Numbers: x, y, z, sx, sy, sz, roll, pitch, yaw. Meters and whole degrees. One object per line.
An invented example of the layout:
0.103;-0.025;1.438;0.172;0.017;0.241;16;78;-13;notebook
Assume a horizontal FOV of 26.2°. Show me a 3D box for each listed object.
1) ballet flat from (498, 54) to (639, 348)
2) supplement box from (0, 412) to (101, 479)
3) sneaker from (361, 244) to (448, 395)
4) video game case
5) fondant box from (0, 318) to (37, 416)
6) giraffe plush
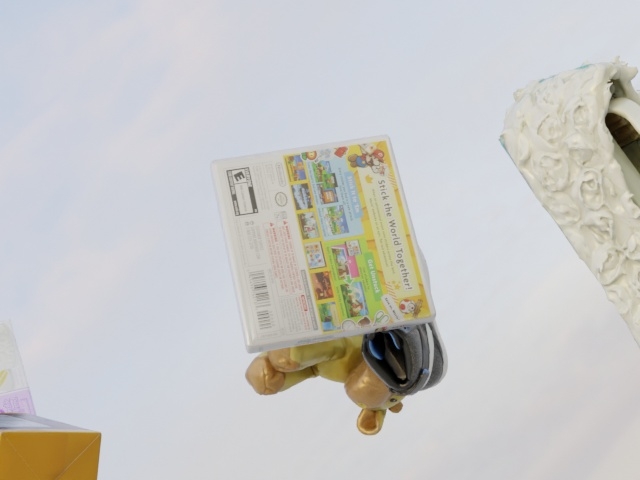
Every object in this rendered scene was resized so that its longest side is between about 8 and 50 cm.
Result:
0.299;0.028;1.099;0.147;0.409;0.147;-37;0;0;ballet flat
-0.367;0.305;1.602;0.129;0.194;0.191;7;-93;-38;supplement box
0.077;0.067;1.537;0.079;0.217;0.121;-24;-6;21;sneaker
0.000;0.000;1.495;0.206;0.227;0.026;-9;-24;-9;video game case
-0.461;0.319;2.059;0.096;0.238;0.330;-15;-46;-13;fondant box
0.038;0.148;1.687;0.181;0.170;0.210;-53;-10;33;giraffe plush
